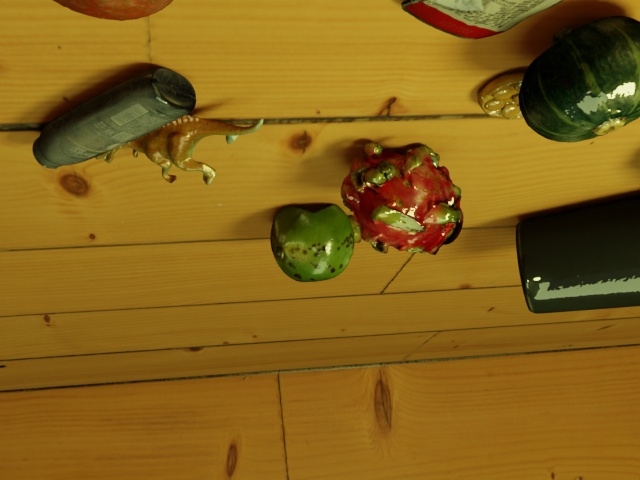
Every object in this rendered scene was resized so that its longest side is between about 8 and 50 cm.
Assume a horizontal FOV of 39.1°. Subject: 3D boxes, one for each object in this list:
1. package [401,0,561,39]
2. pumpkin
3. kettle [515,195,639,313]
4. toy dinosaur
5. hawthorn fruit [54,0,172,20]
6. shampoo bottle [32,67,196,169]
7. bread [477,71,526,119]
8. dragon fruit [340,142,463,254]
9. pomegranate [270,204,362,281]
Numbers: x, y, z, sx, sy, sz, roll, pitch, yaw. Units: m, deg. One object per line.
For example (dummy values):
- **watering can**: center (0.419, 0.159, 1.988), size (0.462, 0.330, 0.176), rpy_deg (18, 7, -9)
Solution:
- **package**: center (0.209, -0.256, 0.879), size (0.154, 0.030, 0.239), rpy_deg (9, 158, -42)
- **pumpkin**: center (0.303, -0.179, 1.001), size (0.167, 0.125, 0.167), rpy_deg (-5, 165, -1)
- **kettle**: center (0.526, 0.008, 1.651), size (0.308, 0.262, 0.203), rpy_deg (-9, 128, 20)
- **toy dinosaur**: center (-0.178, -0.138, 1.129), size (0.142, 0.057, 0.212), rpy_deg (26, 137, -26)
- **hawthorn fruit**: center (-0.153, -0.233, 0.644), size (0.157, 0.157, 0.194), rpy_deg (0, 172, -19)
- **shampoo bottle**: center (-0.253, -0.139, 1.070), size (0.233, 0.049, 0.087), rpy_deg (-18, 161, 34)
- **bread**: center (0.254, -0.184, 1.138), size (0.110, 0.024, 0.110), rpy_deg (-6, 162, -2)
- **dragon fruit**: center (0.114, -0.059, 1.288), size (0.172, 0.160, 0.166), rpy_deg (10, 175, -37)
- **pomegranate**: center (0.002, 0.009, 1.512), size (0.169, 0.122, 0.143), rpy_deg (6, 131, -26)
